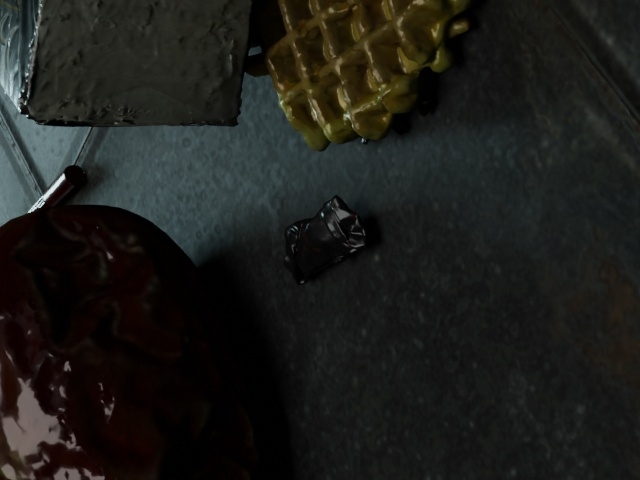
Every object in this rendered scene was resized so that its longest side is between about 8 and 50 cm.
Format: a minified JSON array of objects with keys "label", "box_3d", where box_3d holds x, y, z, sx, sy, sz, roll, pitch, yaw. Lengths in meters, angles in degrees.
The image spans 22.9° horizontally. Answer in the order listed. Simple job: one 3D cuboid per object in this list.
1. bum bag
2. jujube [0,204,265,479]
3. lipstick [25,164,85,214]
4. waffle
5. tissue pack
[{"label":"bum bag","box_3d":[0.001,0.000,1.413,0.124,0.034,0.058,-28,83,51]},{"label":"jujube","box_3d":[-0.209,0.154,1.528,0.276,0.276,0.377,-47,58,44]},{"label":"lipstick","box_3d":[-0.318,-0.040,1.822,0.176,0.027,0.027,-36,67,50]},{"label":"waffle","box_3d":[0.018,-0.237,1.335,0.329,0.062,0.329,12,106,51]},{"label":"tissue pack","box_3d":[-0.218,-0.254,1.461,0.370,0.210,0.198,-133,45,-55]}]
